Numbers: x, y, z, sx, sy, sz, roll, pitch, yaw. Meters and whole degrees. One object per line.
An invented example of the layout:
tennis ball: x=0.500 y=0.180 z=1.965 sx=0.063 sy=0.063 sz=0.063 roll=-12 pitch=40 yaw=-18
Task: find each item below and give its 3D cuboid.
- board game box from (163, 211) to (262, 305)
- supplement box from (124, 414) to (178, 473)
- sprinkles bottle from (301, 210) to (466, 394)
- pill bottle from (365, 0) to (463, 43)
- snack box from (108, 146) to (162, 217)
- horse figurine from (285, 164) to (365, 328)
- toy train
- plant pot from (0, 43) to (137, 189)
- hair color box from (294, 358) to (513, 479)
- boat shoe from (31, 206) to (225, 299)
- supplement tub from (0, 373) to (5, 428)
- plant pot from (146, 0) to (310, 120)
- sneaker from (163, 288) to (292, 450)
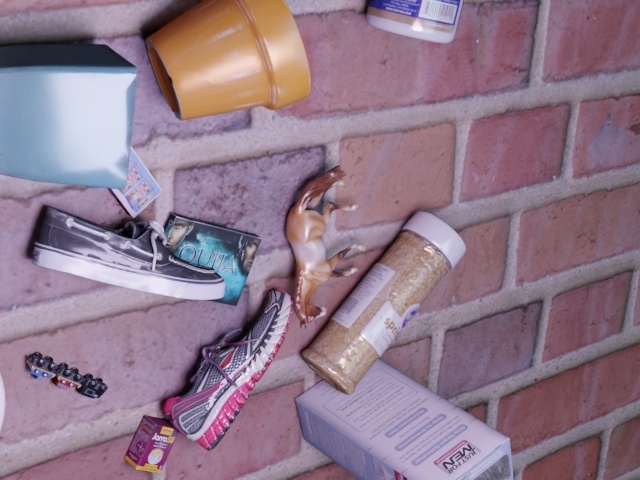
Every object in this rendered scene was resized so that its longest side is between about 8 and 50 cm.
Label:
board game box: x=-0.190 y=0.032 z=1.858 sx=0.186 sy=0.026 sz=0.126 roll=14 pitch=100 yaw=-44
supplement box: x=-0.280 y=0.340 z=1.906 sx=0.055 sy=0.043 sz=0.083 roll=21 pitch=94 yaw=-43
sprinkles bottle: x=0.117 y=0.112 z=2.100 sx=0.355 sy=0.121 sz=0.121 roll=-50 pitch=133 yaw=-12
pill bottle: x=0.174 y=-0.466 z=1.863 sx=0.153 sy=0.153 sz=0.264 roll=2 pitch=107 yaw=-42
snack box: x=-0.303 y=-0.115 z=1.693 sx=0.064 sy=0.022 sz=0.178 roll=-45 pitch=132 yaw=-16
horse figurine: x=0.000 y=0.000 z=1.977 sx=0.174 sy=0.066 sz=0.263 roll=-26 pitch=120 yaw=-35
toy train: x=-0.393 y=0.211 z=1.761 sx=0.036 sy=0.027 sz=0.158 roll=-52 pitch=135 yaw=4
plant pot: x=-0.382 y=-0.169 z=1.500 sx=0.234 sy=0.166 sz=0.165 roll=-1 pitch=110 yaw=-27
hair color box: x=0.145 y=0.357 z=2.055 sx=0.185 sy=0.374 sz=0.113 roll=-30 pitch=127 yaw=-28
boat shoe: x=-0.274 y=0.016 z=1.711 sx=0.306 sy=0.113 sz=0.105 roll=15 pitch=92 yaw=-25
supplement tub: x=-0.549 y=0.159 z=1.393 sx=0.228 sy=0.316 sz=0.228 roll=-18 pitch=120 yaw=-35
plant pot: x=-0.142 y=-0.266 z=1.660 sx=0.188 sy=0.205 sz=0.205 roll=-25 pitch=125 yaw=-13
sneaker: x=-0.145 y=0.201 z=1.922 sx=0.299 sy=0.112 sz=0.121 roll=-56 pitch=177 yaw=-22
